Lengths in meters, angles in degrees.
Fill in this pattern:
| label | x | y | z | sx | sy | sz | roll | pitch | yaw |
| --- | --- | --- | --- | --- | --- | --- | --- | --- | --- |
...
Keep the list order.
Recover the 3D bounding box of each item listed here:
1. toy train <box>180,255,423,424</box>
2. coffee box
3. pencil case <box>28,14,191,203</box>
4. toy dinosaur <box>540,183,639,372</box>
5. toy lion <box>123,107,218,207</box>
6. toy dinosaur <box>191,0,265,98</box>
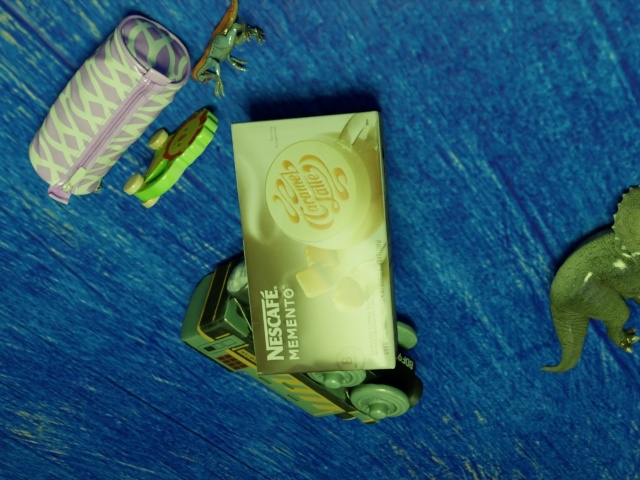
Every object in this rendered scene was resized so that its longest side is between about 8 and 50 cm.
| label | x | y | z | sx | sy | sz | roll | pitch | yaw |
| --- | --- | --- | --- | --- | --- | --- | --- | --- | --- |
| toy train | -0.016 | 0.134 | 0.963 | 0.190 | 0.142 | 0.334 | -20 | 134 | 39 |
| coffee box | 0.000 | 0.000 | 0.750 | 0.141 | 0.098 | 0.246 | -3 | 99 | 8 |
| pencil case | -0.209 | -0.123 | 0.729 | 0.086 | 0.088 | 0.206 | 28 | 130 | -27 |
| toy dinosaur | 0.348 | 0.039 | 0.873 | 0.160 | 0.121 | 0.313 | 32 | 135 | -11 |
| toy lion | -0.145 | -0.088 | 0.759 | 0.096 | 0.100 | 0.034 | -15 | 135 | 44 |
| toy dinosaur | -0.094 | -0.183 | 0.712 | 0.082 | 0.047 | 0.090 | -13 | 101 | 28 |
